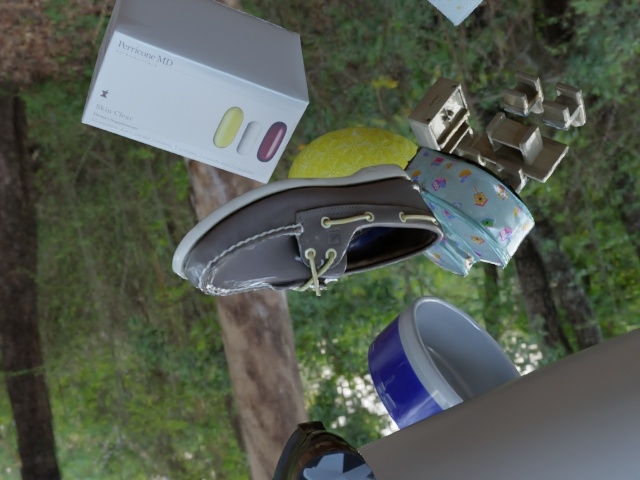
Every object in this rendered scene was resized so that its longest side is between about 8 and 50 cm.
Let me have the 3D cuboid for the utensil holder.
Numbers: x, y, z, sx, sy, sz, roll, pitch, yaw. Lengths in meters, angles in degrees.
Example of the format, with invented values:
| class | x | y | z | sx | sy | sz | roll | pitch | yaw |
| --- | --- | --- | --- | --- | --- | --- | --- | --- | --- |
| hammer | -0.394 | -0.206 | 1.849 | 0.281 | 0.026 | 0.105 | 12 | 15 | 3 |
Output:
| class | x | y | z | sx | sy | sz | roll | pitch | yaw |
| --- | --- | --- | --- | --- | --- | --- | --- | --- | --- |
| utensil holder | 0.198 | 0.291 | 0.763 | 0.386 | 0.327 | 0.327 | -27 | 177 | 15 |

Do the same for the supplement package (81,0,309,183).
| class | x | y | z | sx | sy | sz | roll | pitch | yaw |
| --- | --- | --- | --- | --- | --- | --- | --- | --- | --- |
| supplement package | -0.167 | -0.227 | 1.160 | 0.262 | 0.204 | 0.145 | 17 | 126 | -19 |

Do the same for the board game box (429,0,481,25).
| class | x | y | z | sx | sy | sz | roll | pitch | yaw |
| --- | --- | --- | --- | --- | --- | --- | --- | --- | --- |
| board game box | 0.057 | -0.391 | 0.877 | 0.097 | 0.303 | 0.224 | -43 | -154 | 29 |

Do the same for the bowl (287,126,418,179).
| class | x | y | z | sx | sy | sz | roll | pitch | yaw |
| --- | --- | --- | --- | --- | --- | --- | --- | --- | --- |
| bowl | 0.076 | -0.059 | 1.624 | 0.290 | 0.289 | 0.156 | -12 | -136 | 14 |

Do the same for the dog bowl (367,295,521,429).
| class | x | y | z | sx | sy | sz | roll | pitch | yaw |
| --- | --- | --- | --- | --- | --- | --- | --- | --- | --- |
| dog bowl | 0.200 | 0.217 | 1.282 | 0.104 | 0.265 | 0.265 | -45 | 166 | 24 |

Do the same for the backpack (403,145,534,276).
| class | x | y | z | sx | sy | sz | roll | pitch | yaw |
| --- | --- | --- | --- | --- | --- | --- | --- | --- | --- |
| backpack | 0.194 | -0.036 | 1.176 | 0.144 | 0.166 | 0.188 | -53 | -149 | -12 |

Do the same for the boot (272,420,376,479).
| class | x | y | z | sx | sy | sz | roll | pitch | yaw |
| --- | --- | --- | --- | --- | --- | --- | --- | --- | --- |
| boot | 0.000 | 0.240 | 0.617 | 0.082 | 0.219 | 0.106 | 4 | -173 | -11 |

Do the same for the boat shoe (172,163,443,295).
| class | x | y | z | sx | sy | sz | roll | pitch | yaw |
| --- | --- | --- | --- | --- | --- | --- | --- | --- | --- |
| boat shoe | 0.000 | 0.000 | 0.896 | 0.324 | 0.096 | 0.116 | -16 | 147 | -41 |

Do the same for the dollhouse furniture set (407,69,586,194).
| class | x | y | z | sx | sy | sz | roll | pitch | yaw |
| --- | --- | --- | --- | --- | --- | --- | --- | --- | --- |
| dollhouse furniture set | 0.287 | -0.152 | 1.402 | 0.242 | 0.212 | 0.161 | 28 | 163 | 36 |
